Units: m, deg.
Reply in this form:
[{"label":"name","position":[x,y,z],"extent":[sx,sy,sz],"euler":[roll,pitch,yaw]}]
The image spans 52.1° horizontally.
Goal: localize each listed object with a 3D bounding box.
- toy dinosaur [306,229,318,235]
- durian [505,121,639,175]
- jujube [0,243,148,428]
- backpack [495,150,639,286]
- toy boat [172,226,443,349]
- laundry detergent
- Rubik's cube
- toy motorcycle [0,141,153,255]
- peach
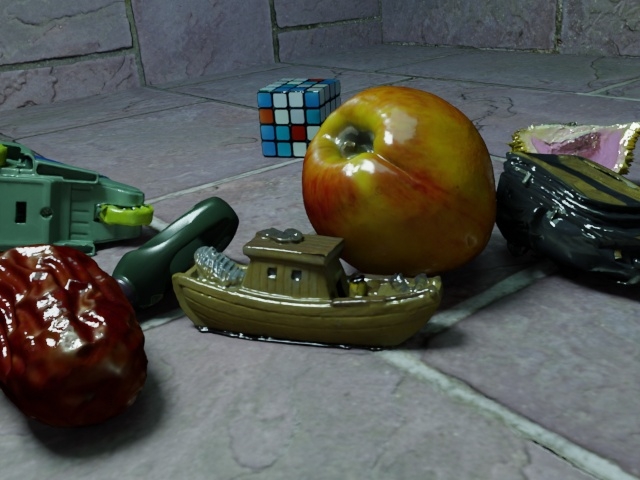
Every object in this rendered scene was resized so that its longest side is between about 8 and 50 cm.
[{"label":"toy dinosaur","position":[0.000,-0.001,0.984],"extent":[0.220,0.032,0.108],"euler":[-11,25,8]},{"label":"durian","position":[0.428,-0.139,1.105],"extent":[0.182,0.132,0.165],"euler":[-12,16,-8]},{"label":"jujube","position":[-0.267,0.095,0.664],"extent":[0.155,0.155,0.230],"euler":[-18,36,-29]},{"label":"backpack","position":[0.353,-0.020,0.852],"extent":[0.206,0.133,0.258],"euler":[-6,27,-27]},{"label":"toy boat","position":[-0.020,0.049,0.756],"extent":[0.321,0.121,0.089],"euler":[3,18,20]},{"label":"laundry detergent","position":[-0.204,0.026,0.851],"extent":[0.144,0.078,0.222],"euler":[-40,1,37]},{"label":"Rubik's cube","position":[-0.044,-0.284,1.508],"extent":[0.151,0.154,0.155],"euler":[5,25,20]},{"label":"toy motorcycle","position":[-0.446,-0.061,1.055],"extent":[0.326,0.191,0.200],"euler":[2,14,-26]},{"label":"peach","position":[0.110,-0.062,0.845],"extent":[0.238,0.281,0.281],"euler":[-50,27,5]}]
